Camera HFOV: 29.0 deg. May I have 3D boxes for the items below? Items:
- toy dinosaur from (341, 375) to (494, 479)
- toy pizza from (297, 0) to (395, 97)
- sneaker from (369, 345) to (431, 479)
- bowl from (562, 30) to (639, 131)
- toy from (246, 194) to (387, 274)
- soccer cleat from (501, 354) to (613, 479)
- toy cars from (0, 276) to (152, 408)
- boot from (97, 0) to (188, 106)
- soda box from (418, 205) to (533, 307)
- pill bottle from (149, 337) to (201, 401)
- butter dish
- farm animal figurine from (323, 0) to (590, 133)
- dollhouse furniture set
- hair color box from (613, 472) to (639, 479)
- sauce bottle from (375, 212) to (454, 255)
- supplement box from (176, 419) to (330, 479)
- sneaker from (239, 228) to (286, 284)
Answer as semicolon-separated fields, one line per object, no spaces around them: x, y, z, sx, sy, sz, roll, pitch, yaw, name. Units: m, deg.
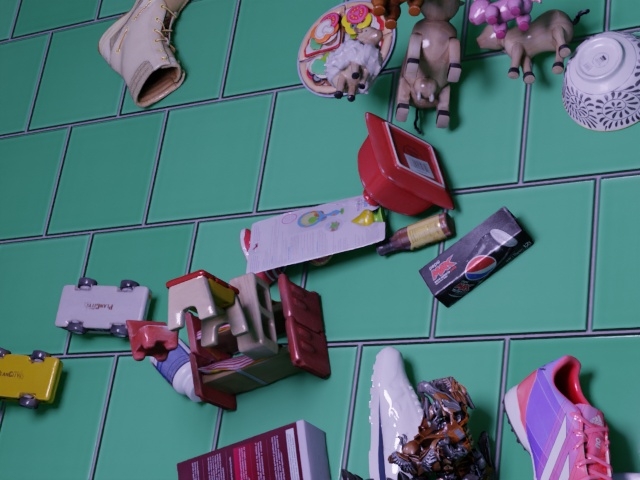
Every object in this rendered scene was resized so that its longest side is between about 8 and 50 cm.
0.165;0.354;1.692;0.164;0.218;0.322;-45;56;46;toy dinosaur
0.040;-0.349;2.216;0.201;0.032;0.201;-14;60;26;toy pizza
0.124;0.269;1.831;0.095;0.090;0.235;-8;66;15;sneaker
0.435;-0.259;1.887;0.170;0.080;0.170;-15;59;26;bowl
0.000;0.000;2.043;0.237;0.056;0.137;-17;36;15;toy
0.337;0.285;1.621;0.116;0.108;0.318;-47;33;23;soccer cleat
-0.456;0.192;2.235;0.393;0.087;0.176;-37;57;8;toy cars
-0.307;-0.403;2.425;0.262;0.095;0.203;-43;51;9;boot
0.236;0.026;1.889;0.169;0.053;0.060;-39;52;11;soda box
-0.230;0.218;2.083;0.067;0.067;0.120;-51;51;1;pill bottle
0.114;-0.100;1.974;0.118;0.160;0.160;-45;39;29;butter dish
0.210;-0.323;1.978;0.327;0.330;0.172;124;160;-44;farm animal figurine
-0.158;0.126;1.891;0.201;0.374;0.152;-21;62;21;dollhouse furniture set
0.443;0.340;1.605;0.141;0.043;0.072;-5;65;32;hair color box
0.149;-0.007;1.969;0.128;0.042;0.042;-20;58;25;sauce bottle
-0.104;0.379;1.917;0.239;0.073;0.130;-21;56;21;supplement box
-0.095;0.021;2.111;0.067;0.042;0.118;-30;62;22;sneaker
